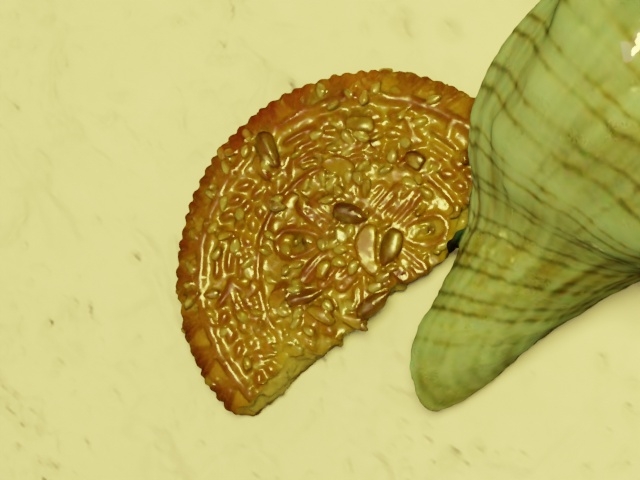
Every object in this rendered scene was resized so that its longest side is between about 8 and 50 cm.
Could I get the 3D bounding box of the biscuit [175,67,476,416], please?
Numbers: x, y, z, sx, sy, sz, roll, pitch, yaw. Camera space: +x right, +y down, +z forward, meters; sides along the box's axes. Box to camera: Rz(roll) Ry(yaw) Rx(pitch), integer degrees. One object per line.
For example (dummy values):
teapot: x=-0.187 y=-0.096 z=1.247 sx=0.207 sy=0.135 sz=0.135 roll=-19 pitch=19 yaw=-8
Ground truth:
biscuit: x=-0.002 y=-0.013 z=0.793 sx=0.206 sy=0.025 sz=0.126 roll=-44 pitch=78 yaw=7

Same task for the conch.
conch: x=0.174 y=-0.052 z=0.672 sx=0.203 sy=0.169 sz=0.386 roll=43 pitch=98 yaw=-14
